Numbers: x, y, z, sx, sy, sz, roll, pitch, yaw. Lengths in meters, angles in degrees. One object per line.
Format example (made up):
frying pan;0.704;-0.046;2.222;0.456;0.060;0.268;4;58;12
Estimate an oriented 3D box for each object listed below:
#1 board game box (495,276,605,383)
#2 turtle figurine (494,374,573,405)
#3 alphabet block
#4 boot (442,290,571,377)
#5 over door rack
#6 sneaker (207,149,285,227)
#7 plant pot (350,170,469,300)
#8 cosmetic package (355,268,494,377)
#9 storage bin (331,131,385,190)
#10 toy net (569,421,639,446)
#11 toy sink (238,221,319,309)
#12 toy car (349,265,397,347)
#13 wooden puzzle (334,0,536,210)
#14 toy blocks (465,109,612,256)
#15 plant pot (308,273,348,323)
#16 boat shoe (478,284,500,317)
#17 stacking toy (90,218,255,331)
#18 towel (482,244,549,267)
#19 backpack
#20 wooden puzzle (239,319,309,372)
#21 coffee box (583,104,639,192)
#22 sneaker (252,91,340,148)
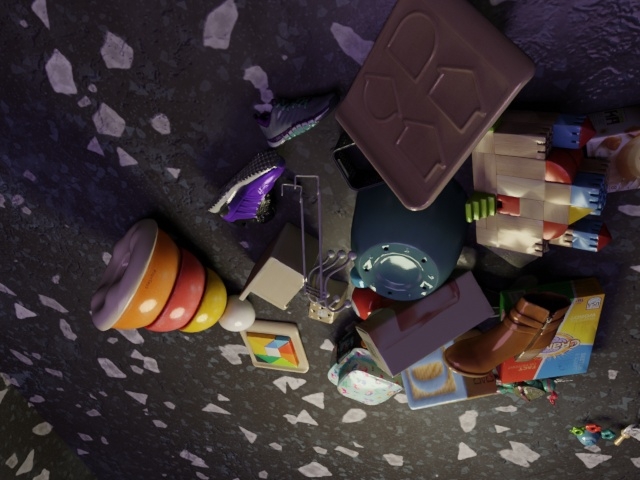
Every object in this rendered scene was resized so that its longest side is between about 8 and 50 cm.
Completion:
board game box;0.601;0.247;1.473;0.242;0.064;0.316;-9;129;4
turtle figurine;0.608;0.415;1.638;0.234;0.118;0.175;-15;124;37
alphabet block;0.357;0.363;1.571;0.192;0.193;0.197;-24;157;36
boot;0.444;0.220;1.312;0.284;0.109;0.220;-1;135;-13
over door rack;0.000;0.000;1.340;0.108;0.239;0.324;-14;92;-12
sneaker;-0.160;-0.121;1.448;0.146;0.102;0.293;40;136;-21
plant pot;0.205;0.000;1.324;0.293;0.235;0.293;10;132;11
cosmetic package;0.253;0.197;1.368;0.129;0.296;0.153;61;170;-1
storage bin;0.132;-0.203;1.274;0.180;0.084;0.122;-15;124;31
toy net;0.915;0.594;1.732;0.232;0.045;0.122;-22;118;32
toy sink;-0.112;0.091;1.576;0.131;0.152;0.234;32;132;-10
toy car;0.163;0.219;1.522;0.210;0.238;0.219;1;130;27
wooden puzzle;0.208;-0.284;1.076;0.322;0.081;0.348;56;131;26
toy blocks;0.454;-0.108;1.119;0.261;0.191;0.381;13;135;34
plant pot;0.014;0.182;1.649;0.109;0.096;0.109;16;133;7
boat shoe;0.398;0.150;1.493;0.228;0.081;0.068;8;136;16
stacking toy;-0.416;0.178;1.700;0.480;0.350;0.351;29;135;-28
towel;0.480;0.007;1.375;0.148;0.027;0.110;32;132;-9
backpack;0.145;0.400;1.740;0.225;0.191;0.253;24;142;-14
wooden puzzle;-0.165;0.373;1.918;0.221;0.044;0.238;3;131;17
coffee box;0.659;-0.190;1.086;0.247;0.098;0.141;-8;127;26
sneaker;-0.062;-0.296;1.265;0.224;0.083;0.098;-24;114;35
